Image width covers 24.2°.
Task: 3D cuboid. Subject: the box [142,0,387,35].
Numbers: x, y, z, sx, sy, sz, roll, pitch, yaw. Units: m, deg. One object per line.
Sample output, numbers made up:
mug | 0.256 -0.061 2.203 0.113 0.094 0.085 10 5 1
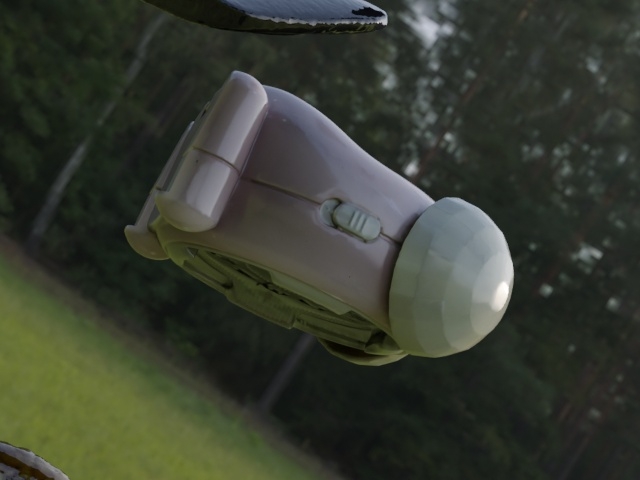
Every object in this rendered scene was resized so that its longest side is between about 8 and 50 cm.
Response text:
box | -0.062 -0.197 1.177 0.201 0.042 0.212 -4 25 -43

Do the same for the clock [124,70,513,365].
clock | 0.000 0.000 1.425 0.325 0.184 0.342 31 -8 -8

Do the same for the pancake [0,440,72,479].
pancake | -0.285 0.319 1.465 0.376 0.197 0.054 44 -30 -16
